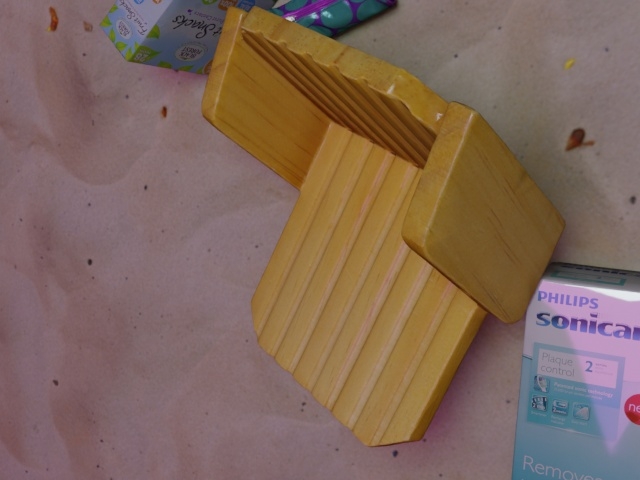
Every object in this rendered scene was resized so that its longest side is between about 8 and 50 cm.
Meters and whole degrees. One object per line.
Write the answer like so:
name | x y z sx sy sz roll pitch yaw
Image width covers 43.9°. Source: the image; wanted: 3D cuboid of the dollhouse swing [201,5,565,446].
dollhouse swing | 0.000 0.000 0.811 0.347 0.315 0.305 36 91 41

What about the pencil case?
pencil case | 0.010 -0.275 0.938 0.152 0.070 0.064 -21 87 27

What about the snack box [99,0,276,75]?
snack box | -0.133 -0.299 0.948 0.207 0.174 0.070 -44 74 25

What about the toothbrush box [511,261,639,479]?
toothbrush box | 0.321 0.183 0.815 0.217 0.126 0.295 8 99 26
